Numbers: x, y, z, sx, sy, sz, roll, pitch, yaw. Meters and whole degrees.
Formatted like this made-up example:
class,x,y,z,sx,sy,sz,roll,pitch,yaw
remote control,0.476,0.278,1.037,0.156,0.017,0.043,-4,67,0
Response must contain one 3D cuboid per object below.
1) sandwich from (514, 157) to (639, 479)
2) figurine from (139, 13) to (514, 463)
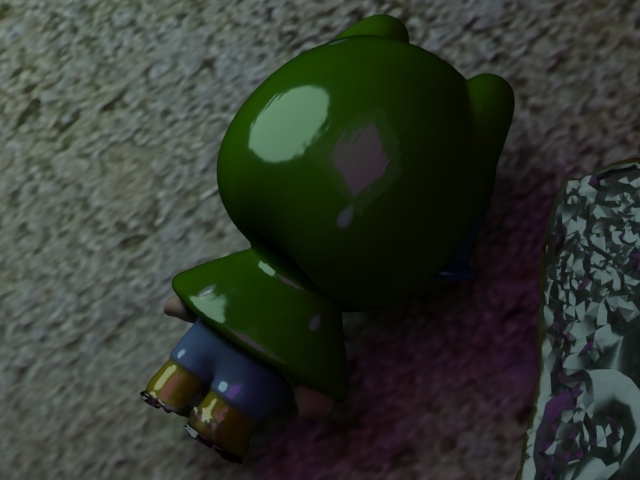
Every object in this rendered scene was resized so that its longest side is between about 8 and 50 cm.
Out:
class,x,y,z,sx,sy,sz,roll,pitch,yaw
sandwich,0.244,0.068,0.825,0.301,0.099,0.271,-9,60,31
figurine,0.000,0.000,0.962,0.162,0.143,0.263,34,89,35
